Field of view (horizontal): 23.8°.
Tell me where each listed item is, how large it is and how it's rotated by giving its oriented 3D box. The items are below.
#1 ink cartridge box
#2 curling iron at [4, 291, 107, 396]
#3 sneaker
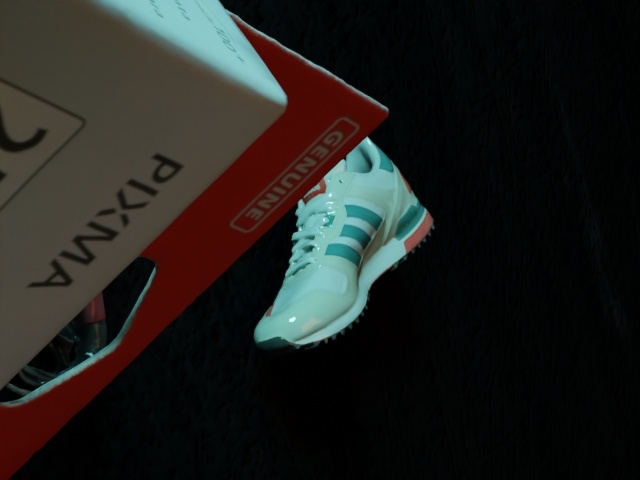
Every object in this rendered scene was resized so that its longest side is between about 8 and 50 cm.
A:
[{"bbox_3d":[-0.118,0.032,0.462,0.239,0.275,0.060,25,26,-54],"label":"ink cartridge box"},{"bbox_3d":[-0.126,-0.067,0.633,0.068,0.035,0.274,-11,99,-57],"label":"curling iron"},{"bbox_3d":[0.000,0.000,0.823,0.161,0.057,0.075,-44,109,-47],"label":"sneaker"}]
